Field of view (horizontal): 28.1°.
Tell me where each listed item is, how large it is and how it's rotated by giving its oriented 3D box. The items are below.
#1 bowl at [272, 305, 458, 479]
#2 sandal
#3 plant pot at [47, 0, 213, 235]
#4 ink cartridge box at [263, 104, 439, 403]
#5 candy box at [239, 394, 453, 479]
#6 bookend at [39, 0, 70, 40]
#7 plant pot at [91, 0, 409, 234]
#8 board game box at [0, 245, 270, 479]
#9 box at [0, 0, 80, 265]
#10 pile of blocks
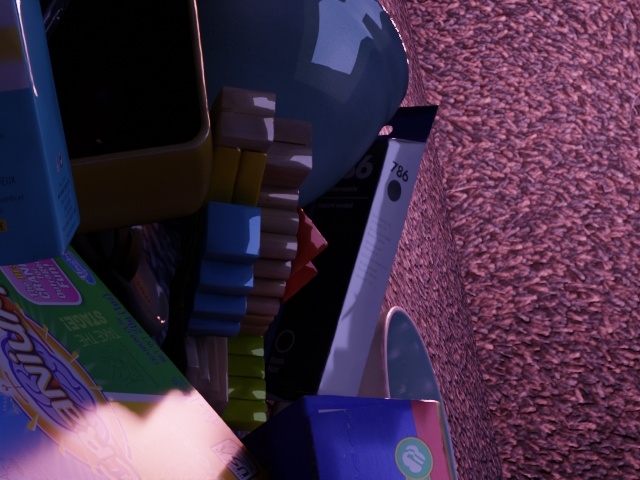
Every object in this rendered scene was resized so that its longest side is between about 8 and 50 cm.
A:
[{"bbox_3d":[0.049,0.246,1.498,0.311,0.163,0.311,-15,90,-76],"label":"bowl"},{"bbox_3d":[-0.170,0.001,1.097,0.090,0.060,0.219,-88,159,-47],"label":"sandal"},{"bbox_3d":[-0.177,-0.106,0.919,0.187,0.212,0.212,74,7,-68],"label":"plant pot"},{"bbox_3d":[0.000,0.000,1.293,0.065,0.165,0.332,33,67,-42],"label":"ink cartridge box"},{"bbox_3d":[-0.009,0.286,0.967,0.317,0.122,0.268,137,-50,-57],"label":"candy box"},{"bbox_3d":[-0.251,-0.180,0.743,0.157,0.156,0.072,60,40,-45],"label":"bookend"},{"bbox_3d":[-0.091,-0.122,1.159,0.196,0.293,0.293,-63,145,-28],"label":"plant pot"},{"bbox_3d":[-0.172,0.104,0.767,0.242,0.064,0.316,47,11,8],"label":"board game box"},{"bbox_3d":[-0.198,-0.107,0.665,0.060,0.100,0.244,-98,180,-72],"label":"box"},{"bbox_3d":[-0.058,0.053,1.039,0.149,0.113,0.362,-107,-153,-55],"label":"pile of blocks"}]
